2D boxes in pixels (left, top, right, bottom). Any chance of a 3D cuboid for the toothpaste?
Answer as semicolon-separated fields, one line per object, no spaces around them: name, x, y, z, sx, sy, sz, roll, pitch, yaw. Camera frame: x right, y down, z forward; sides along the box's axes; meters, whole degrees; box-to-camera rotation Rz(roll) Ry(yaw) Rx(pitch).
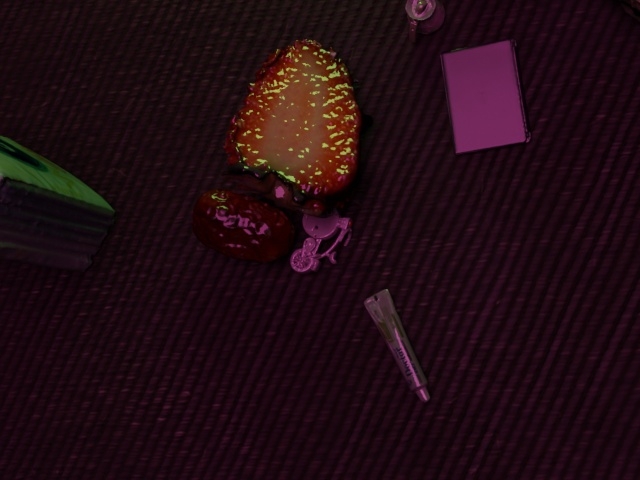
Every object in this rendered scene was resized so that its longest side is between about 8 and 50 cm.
toothpaste;0.130;0.174;1.896;0.048;0.029;0.197;-28;73;10

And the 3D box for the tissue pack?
tissue pack;-0.552;-0.084;1.932;0.287;0.388;0.162;32;93;17

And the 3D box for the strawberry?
strawberry;-0.029;-0.178;1.954;0.233;0.138;0.306;21;62;0

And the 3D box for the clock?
clock;0.000;0.000;1.949;0.087;0.041;0.129;22;84;21

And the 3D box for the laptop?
laptop;0.271;-0.237;1.920;0.129;0.016;0.180;-9;79;14

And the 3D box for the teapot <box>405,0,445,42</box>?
teapot;0.168;-0.374;1.942;0.064;0.064;0.083;26;90;18

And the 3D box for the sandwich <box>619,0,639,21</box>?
sandwich;0.582;-0.445;1.805;0.325;0.131;0.262;40;95;14

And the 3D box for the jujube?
jujube;-0.130;-0.021;1.952;0.176;0.112;0.109;20;88;13
